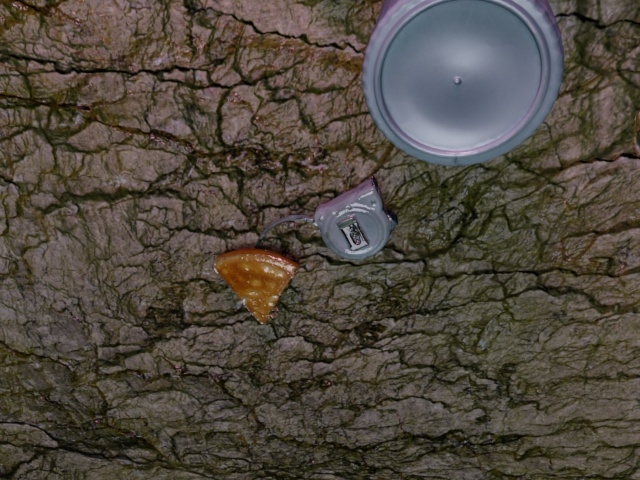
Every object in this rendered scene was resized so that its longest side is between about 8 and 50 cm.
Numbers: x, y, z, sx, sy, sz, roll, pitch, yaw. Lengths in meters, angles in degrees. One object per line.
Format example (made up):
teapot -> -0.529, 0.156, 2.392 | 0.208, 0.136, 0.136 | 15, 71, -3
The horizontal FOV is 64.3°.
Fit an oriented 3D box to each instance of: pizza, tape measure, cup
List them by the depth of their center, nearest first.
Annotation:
cup -> 0.212, -0.305, 0.713 | 0.257, 0.311, 0.331 | 24, 130, -4
tape measure -> -0.001, 0.000, 1.069 | 0.330, 0.084, 0.164 | -28, 107, 19
pizza -> -0.145, 0.099, 1.161 | 0.201, 0.053, 0.193 | 9, 120, 9
